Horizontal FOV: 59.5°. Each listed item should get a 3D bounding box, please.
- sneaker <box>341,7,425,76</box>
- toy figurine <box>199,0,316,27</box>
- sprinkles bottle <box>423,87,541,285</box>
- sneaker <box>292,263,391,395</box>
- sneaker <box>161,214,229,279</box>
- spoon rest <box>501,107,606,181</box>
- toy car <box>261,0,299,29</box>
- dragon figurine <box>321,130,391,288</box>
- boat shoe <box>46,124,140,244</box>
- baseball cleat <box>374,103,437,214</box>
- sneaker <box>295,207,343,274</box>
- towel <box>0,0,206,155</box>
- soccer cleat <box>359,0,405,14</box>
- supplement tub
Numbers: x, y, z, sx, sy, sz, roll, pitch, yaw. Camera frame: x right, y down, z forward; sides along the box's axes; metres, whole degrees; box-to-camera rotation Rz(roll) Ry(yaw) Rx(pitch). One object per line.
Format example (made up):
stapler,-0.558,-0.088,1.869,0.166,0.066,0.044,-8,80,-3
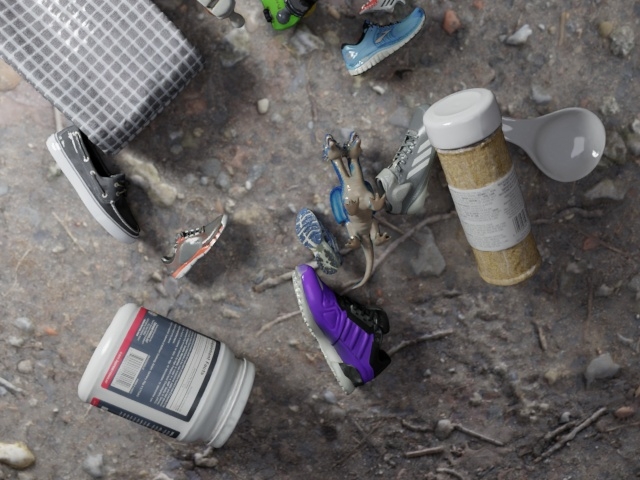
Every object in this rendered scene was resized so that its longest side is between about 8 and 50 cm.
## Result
sneaker,0.107,-0.354,0.962,0.162,0.063,0.073,-33,103,4
toy figurine,-0.097,-0.428,0.828,0.213,0.148,0.209,-7,113,-5
sprinkles bottle,0.293,-0.084,0.993,0.121,0.121,0.355,-26,119,3
sneaker,0.053,0.152,1.091,0.146,0.102,0.293,-25,113,0
sneaker,-0.235,0.002,1.036,0.065,0.061,0.158,43,97,-9
spoon rest,0.396,-0.189,1.027,0.276,0.084,0.137,11,105,-8
toy car,-0.101,-0.455,0.917,0.239,0.053,0.225,-24,107,2
dragon figurine,0.067,-0.058,1.032,0.085,0.144,0.289,-15,126,-3
boat shoe,-0.379,-0.101,0.986,0.076,0.080,0.228,-32,99,6
baseball cleat,0.157,-0.143,1.014,0.109,0.072,0.205,-5,108,-26
sneaker,0.000,0.000,1.065,0.052,0.058,0.135,-29,87,28
towel,-0.360,-0.309,0.885,0.284,0.121,0.235,44,88,-15
soccer cleat,0.107,-0.404,0.965,0.083,0.029,0.035,-28,103,-2
supplement tub,-0.279,0.251,1.034,0.272,0.191,0.191,28,102,-12
